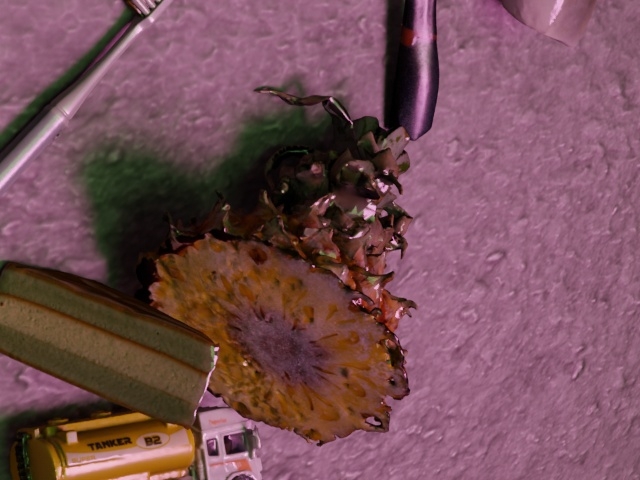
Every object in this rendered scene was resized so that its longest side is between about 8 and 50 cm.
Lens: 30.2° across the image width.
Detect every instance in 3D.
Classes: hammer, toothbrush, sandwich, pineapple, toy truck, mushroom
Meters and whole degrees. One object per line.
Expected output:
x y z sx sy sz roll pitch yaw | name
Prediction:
0.091 -0.229 1.142 0.137 0.037 0.290 -7 121 -19 | hammer
-0.223 -0.084 0.925 0.342 0.025 0.030 -53 128 -15 | toothbrush
-0.177 0.083 0.939 0.113 0.163 0.079 18 93 -45 | sandwich
0.000 0.000 1.074 0.271 0.262 0.262 -60 142 -42 | pineapple
-0.158 0.202 1.051 0.227 0.098 0.114 -3 86 -42 | toy truck
0.253 -0.343 1.223 0.118 0.103 0.270 -1 105 -62 | mushroom
